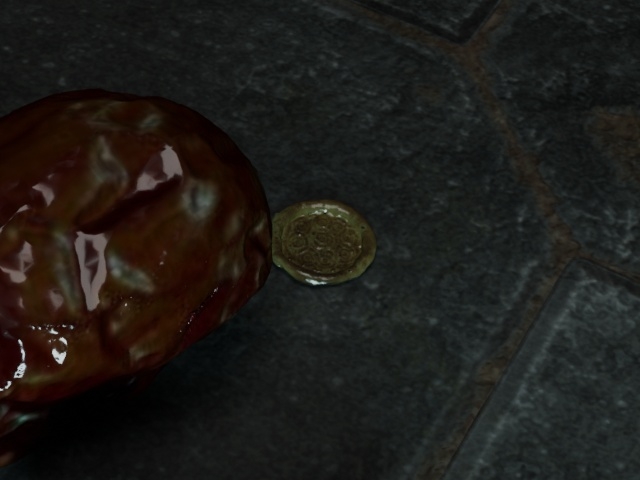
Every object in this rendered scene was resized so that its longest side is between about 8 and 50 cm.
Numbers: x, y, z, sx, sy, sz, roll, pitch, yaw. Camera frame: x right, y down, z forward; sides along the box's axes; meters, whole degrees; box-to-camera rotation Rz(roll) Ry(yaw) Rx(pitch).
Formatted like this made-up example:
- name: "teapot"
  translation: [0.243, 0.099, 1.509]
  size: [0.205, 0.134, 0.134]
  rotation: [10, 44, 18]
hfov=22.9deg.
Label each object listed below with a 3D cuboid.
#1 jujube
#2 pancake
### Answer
- name: "jujube"
  translation: [-0.212, 0.023, 1.317]
  size: [0.276, 0.276, 0.377]
  rotation: [32, 53, 20]
- name: "pancake"
  translation: [0.000, 0.001, 1.529]
  size: [0.115, 0.011, 0.115]
  rotation: [4, 46, -4]
